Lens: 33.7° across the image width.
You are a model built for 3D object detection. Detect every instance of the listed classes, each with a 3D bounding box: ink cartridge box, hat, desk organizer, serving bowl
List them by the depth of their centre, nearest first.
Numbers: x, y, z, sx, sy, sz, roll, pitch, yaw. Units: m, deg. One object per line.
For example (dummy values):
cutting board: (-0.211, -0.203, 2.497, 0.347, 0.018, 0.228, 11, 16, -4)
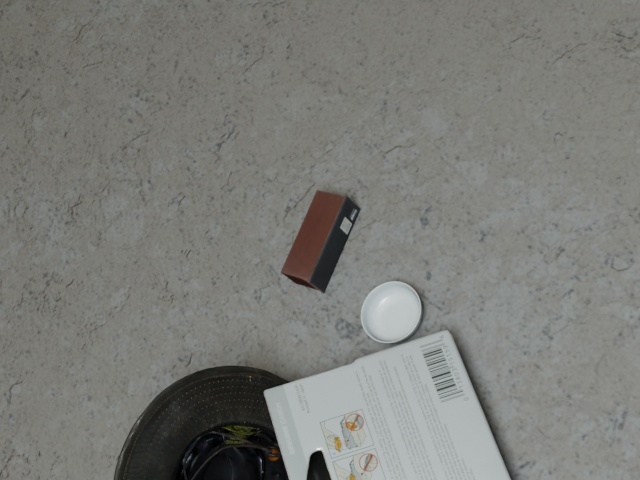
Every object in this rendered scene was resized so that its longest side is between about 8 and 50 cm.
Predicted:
ink cartridge box: (0.086, 0.265, 1.226, 0.239, 0.060, 0.275, -18, 60, -2)
hat: (-0.118, 0.322, 1.283, 0.134, 0.331, 0.331, -24, 49, 63)
serving bowl: (0.095, 0.096, 1.360, 0.083, 0.027, 0.083, -11, 63, 23)
desk organizer: (0.000, 0.000, 1.441, 0.050, 0.047, 0.130, 16, 76, 34)
